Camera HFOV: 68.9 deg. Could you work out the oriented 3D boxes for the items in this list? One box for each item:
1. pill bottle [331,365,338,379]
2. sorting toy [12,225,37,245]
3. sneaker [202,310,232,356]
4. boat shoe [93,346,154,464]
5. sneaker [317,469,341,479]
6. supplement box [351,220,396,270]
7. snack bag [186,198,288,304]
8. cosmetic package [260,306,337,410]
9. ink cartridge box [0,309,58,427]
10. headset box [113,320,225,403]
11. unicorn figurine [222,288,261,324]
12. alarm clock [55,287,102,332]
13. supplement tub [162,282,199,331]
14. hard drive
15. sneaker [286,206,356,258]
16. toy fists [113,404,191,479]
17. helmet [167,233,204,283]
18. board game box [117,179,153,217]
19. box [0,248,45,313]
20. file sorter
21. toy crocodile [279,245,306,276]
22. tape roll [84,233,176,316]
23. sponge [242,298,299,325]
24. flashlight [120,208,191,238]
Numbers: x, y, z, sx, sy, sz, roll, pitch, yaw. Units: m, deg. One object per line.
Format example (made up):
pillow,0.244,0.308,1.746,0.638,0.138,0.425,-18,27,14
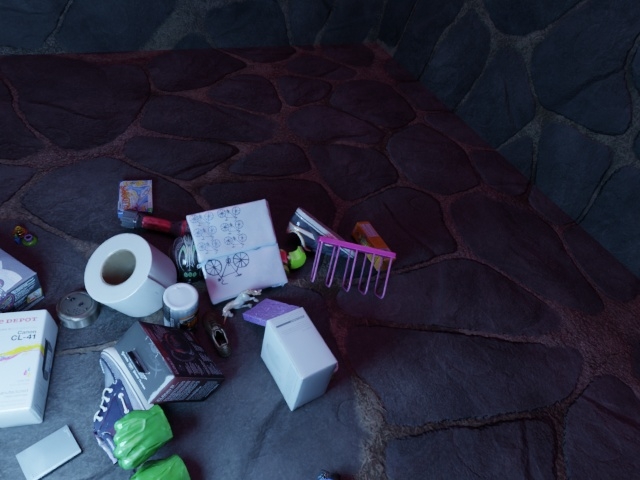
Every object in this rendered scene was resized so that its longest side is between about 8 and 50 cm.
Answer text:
pill bottle,0.036,0.436,1.582,0.043,0.083,0.043,7,45,-7
sorting toy,-1.112,-0.019,1.742,0.101,0.042,0.061,29,47,13
sneaker,-0.354,0.307,1.607,0.066,0.071,0.188,-23,57,-24
boat shoe,-0.596,0.469,1.346,0.158,0.127,0.340,-23,57,-40
sneaker,-0.007,0.703,1.329,0.152,0.058,0.085,1,52,-20
supplement box,0.227,0.022,2.030,0.080,0.078,0.234,-4,46,-34
snack bag,-0.300,0.040,1.725,0.322,0.037,0.343,-14,90,-28
cosmetic package,-0.075,0.381,1.505,0.138,0.224,0.225,-17,54,-27
ink cartridge box,-0.913,0.369,1.344,0.225,0.131,0.307,-3,55,-15
headset box,-0.449,0.361,1.380,0.110,0.293,0.218,-46,65,2
unicorn figurine,-0.289,0.226,1.692,0.111,0.162,0.060,6,31,-47
alarm clock,-0.825,0.240,1.559,0.129,0.064,0.192,27,49,11
supplement tub,-0.465,0.241,1.560,0.116,0.191,0.117,7,46,-8
hard drive,-0.739,0.584,1.274,0.135,0.022,0.094,-28,59,-35
sneaker,0.000,0.000,1.978,0.321,0.128,0.126,36,9,-10
toy fists,-0.456,0.585,1.232,0.142,0.096,0.280,-21,92,-47
helmet,-0.490,0.062,1.737,0.169,0.162,0.169,6,22,-2
board game box,-0.787,-0.179,1.988,0.136,0.035,0.201,-4,48,-19
box,-1.075,0.135,1.533,0.247,0.142,0.163,29,46,13
file sorter,0.115,0.105,1.816,0.290,0.202,0.183,13,88,-3
toy crocodile,-0.227,0.078,1.842,0.340,0.105,0.115,1,47,-14
tape roll,-0.637,0.120,1.580,0.245,0.169,0.246,-5,65,11
sponge,-0.175,0.258,1.648,0.117,0.031,0.210,-29,21,-35
flashlight,-0.638,-0.058,1.867,0.303,0.103,0.103,13,48,-5
